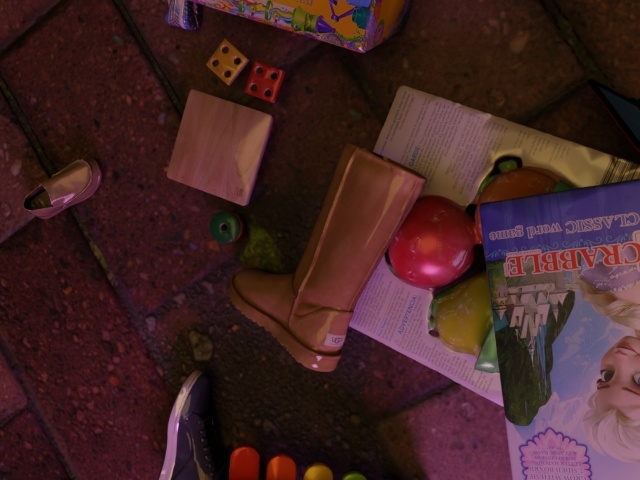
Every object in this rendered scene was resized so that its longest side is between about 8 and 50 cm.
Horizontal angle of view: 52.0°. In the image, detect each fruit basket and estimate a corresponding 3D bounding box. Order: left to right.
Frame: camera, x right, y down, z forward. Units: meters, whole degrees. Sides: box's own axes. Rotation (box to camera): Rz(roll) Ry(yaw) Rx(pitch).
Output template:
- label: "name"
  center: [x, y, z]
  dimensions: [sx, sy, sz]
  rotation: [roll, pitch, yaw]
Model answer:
- label: "fruit basket"
  center: [0.196, 0.013, 0.823]
  dimensions: [0.353, 0.165, 0.327]
  rotation: [26, 101, 30]

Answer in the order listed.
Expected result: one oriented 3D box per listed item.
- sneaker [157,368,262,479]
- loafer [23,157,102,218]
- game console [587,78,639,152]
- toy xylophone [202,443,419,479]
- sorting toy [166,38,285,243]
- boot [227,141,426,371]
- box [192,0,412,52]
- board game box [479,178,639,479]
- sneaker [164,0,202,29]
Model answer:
- label: "sneaker"
  center: [-0.146, 0.313, 0.965]
  dimensions: [0.164, 0.086, 0.226]
  rotation: [12, 95, 13]
- label: "loafer"
  center: [-0.406, -0.078, 1.032]
  dimensions: [0.148, 0.050, 0.056]
  rotation: [-34, 84, 17]
- label: "game console"
  center: [0.390, -0.142, 0.727]
  dimensions: [0.124, 0.085, 0.144]
  rotation: [-26, 45, 17]
- label: "toy xylophone"
  center: [-0.016, 0.412, 0.879]
  dimensions: [0.323, 0.081, 0.236]
  rotation: [11, 94, -4]
- label: "sorting toy"
  center: [-0.136, -0.142, 0.945]
  dimensions: [0.132, 0.046, 0.274]
  rotation: [20, 100, 15]
- label: "boot"
  center: [0.000, 0.000, 0.858]
  dimensions: [0.236, 0.089, 0.269]
  rotation: [33, 107, 40]
- label: "box"
  center: [-0.018, -0.414, 0.770]
  dimensions: [0.279, 0.177, 0.289]
  rotation: [22, 124, 14]
- label: "board game box"
  center: [0.327, 0.098, 0.612]
  dimensions: [0.319, 0.066, 0.317]
  rotation: [-9, 85, 29]
- label: "sneaker"
  center: [-0.206, -0.375, 0.948]
  dimensions: [0.058, 0.052, 0.135]
  rotation: [6, 96, 21]
